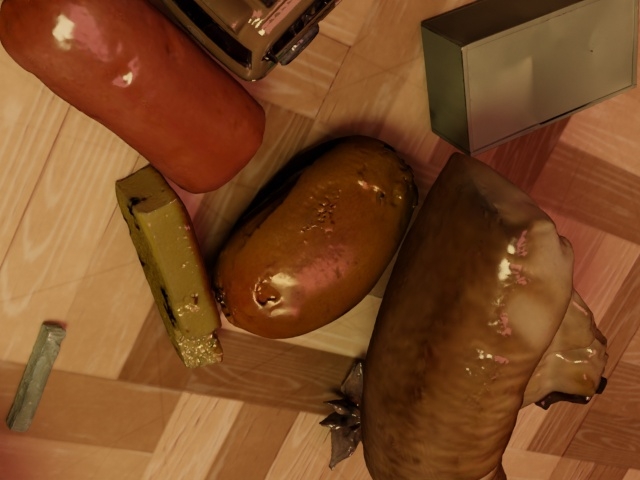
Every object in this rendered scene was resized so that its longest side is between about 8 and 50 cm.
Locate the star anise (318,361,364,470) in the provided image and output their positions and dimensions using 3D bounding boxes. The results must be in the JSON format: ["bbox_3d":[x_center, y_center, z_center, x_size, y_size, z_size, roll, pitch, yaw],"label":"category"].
[{"bbox_3d":[0.043,0.218,1.303,0.124,0.056,0.129,36,85,-45],"label":"star anise"}]

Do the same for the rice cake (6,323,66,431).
[{"bbox_3d":[-0.284,0.137,1.080,0.022,0.021,0.121,8,111,-46],"label":"rice cake"}]

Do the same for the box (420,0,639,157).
[{"bbox_3d":[0.226,-0.197,1.164,0.225,0.086,0.130,-24,127,-19],"label":"box"}]

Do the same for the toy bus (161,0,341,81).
[{"bbox_3d":[-0.003,-0.271,0.884,0.289,0.157,0.139,-44,91,1],"label":"toy bus"}]

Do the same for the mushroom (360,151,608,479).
[{"bbox_3d":[0.132,0.101,1.113,0.314,0.224,0.397,-46,149,-10],"label":"mushroom"}]

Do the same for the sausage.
[{"bbox_3d":[-0.162,-0.146,0.938,0.113,0.113,0.259,-49,131,2],"label":"sausage"}]

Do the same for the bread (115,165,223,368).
[{"bbox_3d":[-0.141,0.040,1.072,0.049,0.088,0.226,-27,126,-18],"label":"bread"}]

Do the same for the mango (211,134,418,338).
[{"bbox_3d":[0.000,0.000,1.113,0.249,0.151,0.156,-46,167,-13],"label":"mango"}]
